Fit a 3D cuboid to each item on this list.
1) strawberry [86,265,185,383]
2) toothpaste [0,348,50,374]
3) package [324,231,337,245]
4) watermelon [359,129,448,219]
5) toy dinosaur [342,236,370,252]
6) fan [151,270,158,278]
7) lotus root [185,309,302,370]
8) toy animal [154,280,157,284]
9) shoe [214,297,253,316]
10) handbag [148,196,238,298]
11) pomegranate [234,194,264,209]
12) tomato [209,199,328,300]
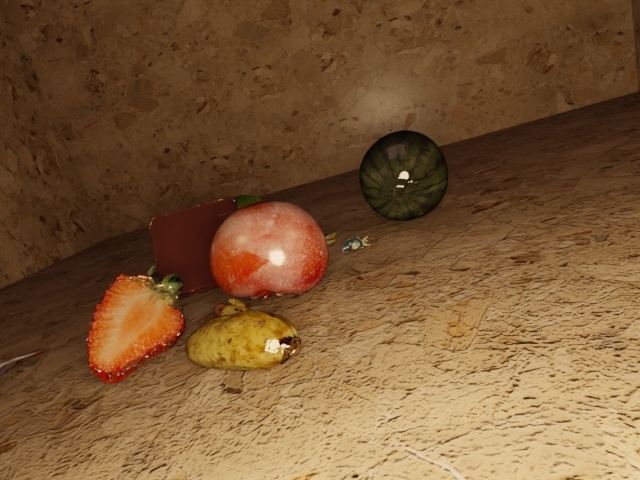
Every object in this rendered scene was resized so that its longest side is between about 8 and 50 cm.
[{"bbox_3d":[-0.397,0.184,0.877,0.106,0.188,0.286,-54,9,36],"label":"strawberry"},{"bbox_3d":[-0.787,0.328,0.978,0.075,0.048,0.301,-43,5,9],"label":"toothpaste"},{"bbox_3d":[0.000,0.000,1.322,0.108,0.031,0.121,-15,10,6],"label":"package"},{"bbox_3d":[0.259,-0.202,1.285,0.279,0.279,0.359,-12,21,17],"label":"watermelon"},{"bbox_3d":[0.099,0.012,1.169,0.083,0.030,0.047,-19,13,-4],"label":"toy dinosaur"},{"bbox_3d":[-0.628,0.129,1.596,0.113,0.005,0.175,-9,17,27],"label":"fan"},{"bbox_3d":[-0.150,0.178,0.727,0.258,0.097,0.110,-12,18,31],"label":"lotus root"},{"bbox_3d":[-0.461,0.164,1.064,0.094,0.121,0.225,-20,16,-10],"label":"toy animal"},{"bbox_3d":[-0.188,0.163,0.871,0.069,0.072,0.109,19,8,-21],"label":"shoe"},{"bbox_3d":[-0.346,0.019,1.204,0.275,0.260,0.084,-16,-14,-4],"label":"handbag"},{"bbox_3d":[-0.209,-0.034,1.352,0.302,0.236,0.236,6,24,28],"label":"pomegranate"},{"bbox_3d":[-0.117,0.021,0.940,0.270,0.227,0.270,-7,-9,-1],"label":"tomato"}]
